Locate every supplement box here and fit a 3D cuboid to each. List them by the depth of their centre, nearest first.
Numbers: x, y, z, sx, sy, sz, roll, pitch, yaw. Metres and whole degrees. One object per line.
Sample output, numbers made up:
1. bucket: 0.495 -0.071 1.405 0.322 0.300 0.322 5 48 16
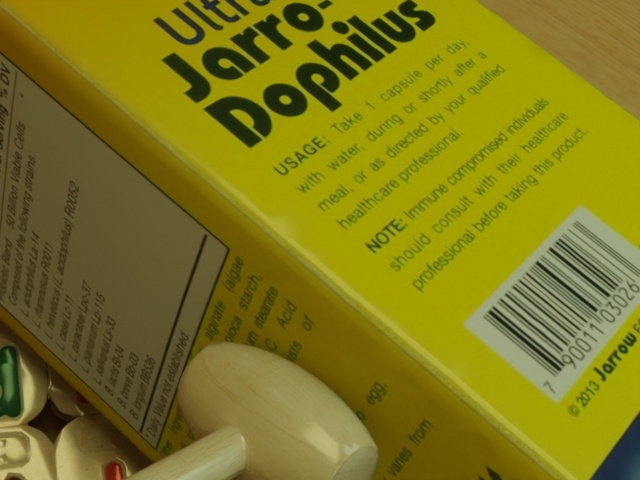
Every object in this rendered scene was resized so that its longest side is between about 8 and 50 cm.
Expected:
1. supplement box: 0.000 0.000 0.521 0.356 0.194 0.195 40 49 13

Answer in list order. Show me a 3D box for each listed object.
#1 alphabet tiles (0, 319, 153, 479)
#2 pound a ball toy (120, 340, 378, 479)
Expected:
1. alphabet tiles: -0.167 0.097 0.566 0.284 0.021 0.278 -4 67 -21
2. pound a ball toy: -0.154 0.146 0.371 0.319 0.208 0.136 -12 36 -37
